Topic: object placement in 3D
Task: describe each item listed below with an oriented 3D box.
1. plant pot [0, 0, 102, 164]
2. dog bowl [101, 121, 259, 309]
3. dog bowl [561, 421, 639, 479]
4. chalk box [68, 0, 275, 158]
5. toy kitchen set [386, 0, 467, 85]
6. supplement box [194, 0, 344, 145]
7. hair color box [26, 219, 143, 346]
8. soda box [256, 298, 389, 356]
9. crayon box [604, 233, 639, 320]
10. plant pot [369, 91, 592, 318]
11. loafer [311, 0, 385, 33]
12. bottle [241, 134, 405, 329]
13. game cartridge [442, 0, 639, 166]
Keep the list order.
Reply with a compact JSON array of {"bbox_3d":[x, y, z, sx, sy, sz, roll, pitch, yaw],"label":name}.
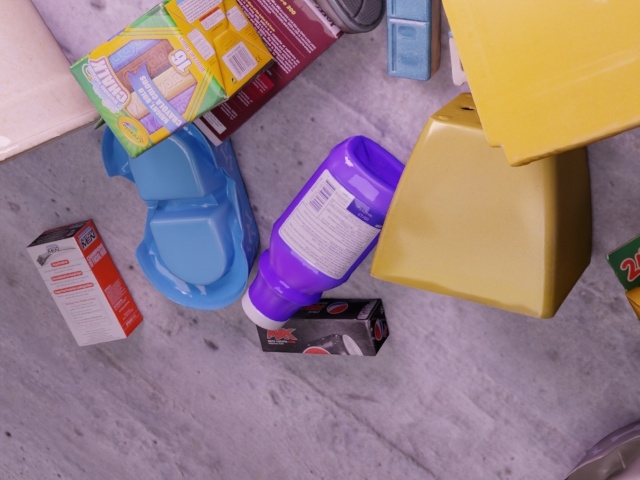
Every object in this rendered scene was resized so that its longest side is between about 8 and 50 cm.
[{"bbox_3d":[-0.467,-0.230,1.862,0.334,0.334,0.305,-20,98,34],"label":"plant pot"},{"bbox_3d":[-0.173,-0.054,1.954,0.166,0.074,0.297,-3,117,27],"label":"dog bowl"},{"bbox_3d":[0.457,0.375,1.892,0.349,0.102,0.349,12,124,19],"label":"dog bowl"},{"bbox_3d":[-0.187,-0.195,1.746,0.213,0.132,0.132,-26,103,35],"label":"chalk box"},{"bbox_3d":[0.154,-0.207,1.642,0.207,0.166,0.122,10,121,20],"label":"toy kitchen set"},{"bbox_3d":[-0.083,-0.234,1.799,0.130,0.073,0.239,48,128,-7],"label":"supplement box"},{"bbox_3d":[-0.330,0.061,2.114,0.093,0.053,0.167,-12,115,32],"label":"hair color box"},{"bbox_3d":[0.001,0.113,1.984,0.169,0.053,0.060,0,119,26],"label":"soda box"},{"bbox_3d":[0.480,0.103,1.670,0.202,0.081,0.318,-33,104,3],"label":"crayon box"},{"bbox_3d":[0.198,-0.054,1.704,0.212,0.212,0.187,14,112,18],"label":"plant pot"},{"bbox_3d":[-0.014,-0.353,1.697,0.084,0.096,0.267,-12,107,53],"label":"loafer"},{"bbox_3d":[0.000,0.000,1.876,0.118,0.092,0.283,38,123,0],"label":"bottle"},{"bbox_3d":[0.277,-0.248,1.465,0.324,0.053,0.285,-18,88,32],"label":"game cartridge"}]
